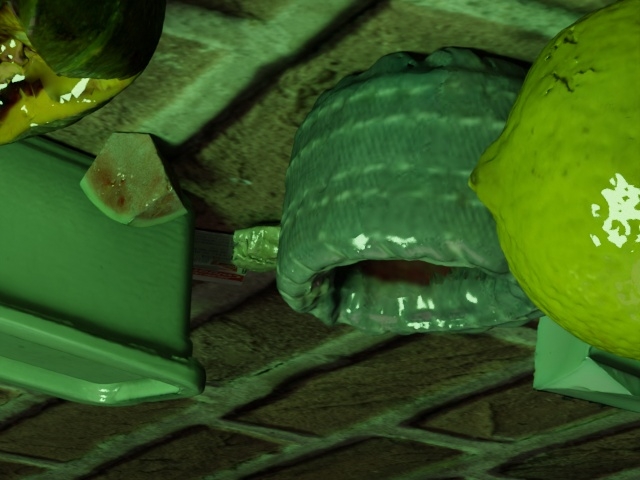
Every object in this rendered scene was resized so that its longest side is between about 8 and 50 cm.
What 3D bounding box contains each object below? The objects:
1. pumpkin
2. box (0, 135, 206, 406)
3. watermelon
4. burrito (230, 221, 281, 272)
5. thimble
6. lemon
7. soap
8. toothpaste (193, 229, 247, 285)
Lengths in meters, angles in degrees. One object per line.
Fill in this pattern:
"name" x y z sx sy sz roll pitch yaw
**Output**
"pumpkin" -0.212 -0.151 1.142 0.238 0.159 0.238 -16 163 -5
"box" -0.244 0.019 1.615 0.311 0.183 0.175 22 156 -38
"watermelon" -0.144 -0.052 1.573 0.072 0.084 0.092 -42 171 39
"burrito" 0.000 0.002 1.713 0.171 0.042 0.051 -2 150 16
"thimble" 0.081 -0.031 1.399 0.205 0.172 0.236 18 155 -26
"lemon" 0.241 -0.040 1.201 0.267 0.267 0.267 5 161 2
"soap" 0.293 0.089 1.719 0.230 0.145 0.091 20 157 -34
"toothpaste" -0.165 0.007 1.780 0.196 0.040 0.047 7 163 -7
